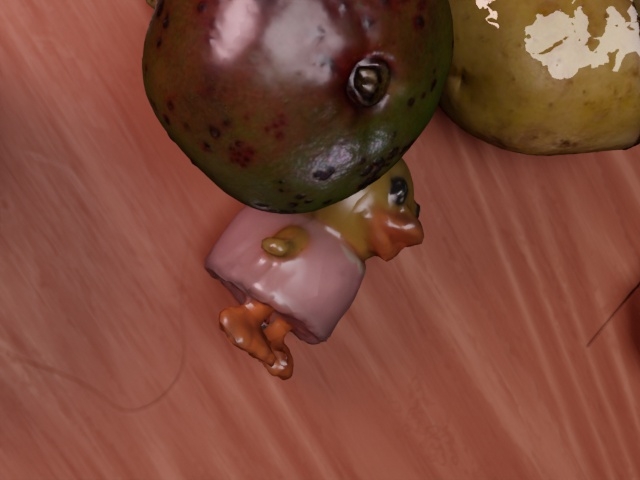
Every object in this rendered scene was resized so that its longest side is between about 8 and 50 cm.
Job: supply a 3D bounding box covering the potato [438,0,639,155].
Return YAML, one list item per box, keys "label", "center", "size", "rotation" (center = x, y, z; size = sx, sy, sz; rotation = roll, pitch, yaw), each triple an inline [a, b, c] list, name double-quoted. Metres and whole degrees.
- label: "potato"
  center: [0.216, -0.214, 1.028]
  size: [0.242, 0.242, 0.285]
  rotation: [-20, 108, -15]

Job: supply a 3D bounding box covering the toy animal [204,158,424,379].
- label: "toy animal"
  center: [-0.002, -0.004, 1.006]
  size: [0.281, 0.195, 0.169]
  rotation: [-45, 66, -5]

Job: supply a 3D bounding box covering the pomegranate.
- label: "pomegranate"
  center: [-0.036, -0.167, 0.895]
  size: [0.291, 0.323, 0.291]
  rotation: [1, 89, -27]
